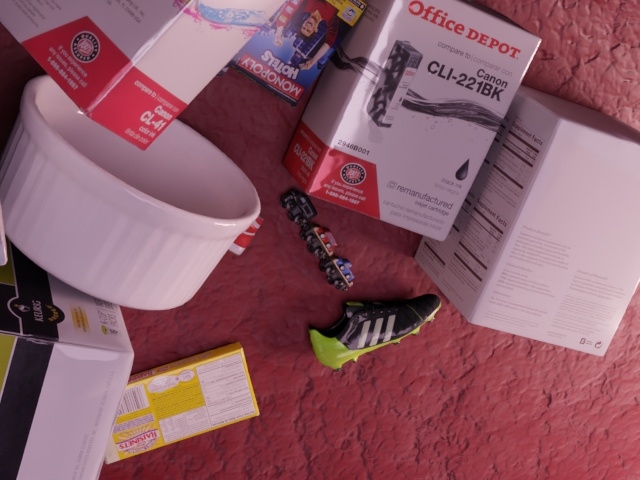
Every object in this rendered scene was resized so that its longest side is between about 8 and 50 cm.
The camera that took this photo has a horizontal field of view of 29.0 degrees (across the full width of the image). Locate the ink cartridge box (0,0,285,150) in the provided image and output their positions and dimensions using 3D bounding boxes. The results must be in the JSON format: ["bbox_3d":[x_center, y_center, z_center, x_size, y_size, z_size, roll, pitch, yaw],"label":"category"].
[{"bbox_3d":[-0.165,-0.281,1.247,0.306,0.226,0.131,-44,154,4],"label":"ink cartridge box"}]

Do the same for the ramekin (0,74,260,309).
[{"bbox_3d":[-0.216,-0.048,1.320,0.277,0.277,0.135,24,110,-25],"label":"ramekin"}]

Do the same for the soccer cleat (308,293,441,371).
[{"bbox_3d":[0.071,0.103,1.596,0.179,0.060,0.072,-26,105,-6],"label":"soccer cleat"}]

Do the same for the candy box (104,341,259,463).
[{"bbox_3d":[-0.188,0.206,1.570,0.206,0.027,0.105,-17,119,-11],"label":"candy box"}]

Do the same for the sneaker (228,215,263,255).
[{"bbox_3d":[-0.122,-0.036,1.479,0.118,0.042,0.067,33,103,-35],"label":"sneaker"}]

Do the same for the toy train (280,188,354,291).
[{"bbox_3d":[0.000,0.000,1.545,0.036,0.027,0.158,-37,118,-12],"label":"toy train"}]

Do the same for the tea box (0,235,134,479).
[{"bbox_3d":[-0.395,0.110,1.291,0.323,0.329,0.220,13,108,-21],"label":"tea box"}]

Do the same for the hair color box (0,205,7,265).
[{"bbox_3d":[-0.373,-0.123,1.171,0.114,0.374,0.185,-9,114,-14],"label":"hair color box"}]

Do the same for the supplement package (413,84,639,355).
[{"bbox_3d":[0.279,-0.033,1.523,0.199,0.198,0.262,15,107,-22],"label":"supplement package"}]

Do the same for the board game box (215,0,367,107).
[{"bbox_3d":[-0.083,-0.246,1.393,0.194,0.060,0.194,32,100,-27],"label":"board game box"}]

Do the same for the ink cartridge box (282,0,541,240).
[{"bbox_3d":[0.105,-0.164,1.458,0.197,0.114,0.273,18,104,-24],"label":"ink cartridge box"}]
